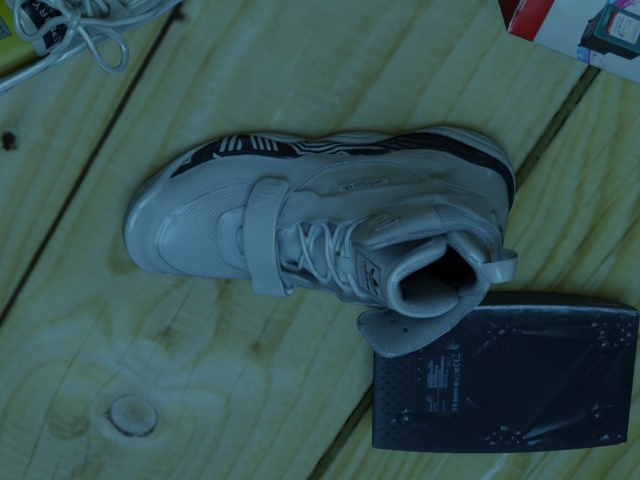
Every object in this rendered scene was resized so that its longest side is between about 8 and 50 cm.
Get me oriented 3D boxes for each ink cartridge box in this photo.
[{"bbox_3d":[0.227,-0.210,1.549,0.231,0.134,0.078,20,117,-12],"label":"ink cartridge box"}]

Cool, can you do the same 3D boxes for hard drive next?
[{"bbox_3d":[0.177,0.126,1.777,0.254,0.054,0.172,-1,119,-2],"label":"hard drive"}]

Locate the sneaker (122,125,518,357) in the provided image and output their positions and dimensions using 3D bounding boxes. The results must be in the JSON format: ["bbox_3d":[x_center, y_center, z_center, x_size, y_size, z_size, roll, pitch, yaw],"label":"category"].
[{"bbox_3d":[0.000,0.000,1.611,0.365,0.210,0.137,-7,119,1],"label":"sneaker"}]

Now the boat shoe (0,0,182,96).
[{"bbox_3d":[-0.224,-0.200,1.522,0.367,0.156,0.136,-24,117,11],"label":"boat shoe"}]
